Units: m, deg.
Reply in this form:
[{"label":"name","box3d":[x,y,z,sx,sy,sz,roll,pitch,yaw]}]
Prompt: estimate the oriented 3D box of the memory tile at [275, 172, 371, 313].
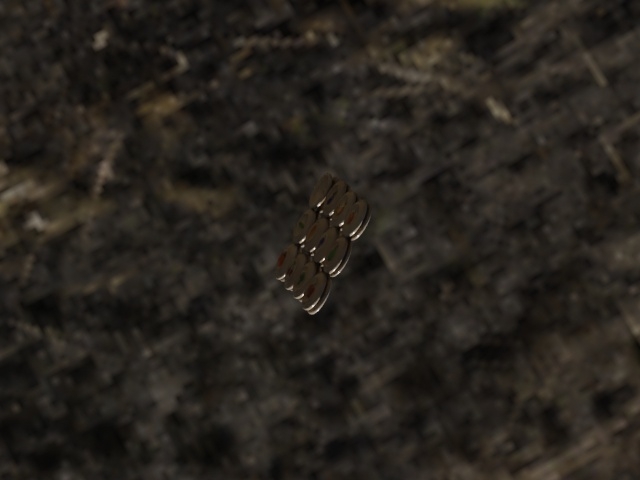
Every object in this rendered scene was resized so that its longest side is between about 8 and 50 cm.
[{"label":"memory tile","box3d":[0.000,0.000,1.753,0.113,0.012,0.148,-61,-161,5]}]
